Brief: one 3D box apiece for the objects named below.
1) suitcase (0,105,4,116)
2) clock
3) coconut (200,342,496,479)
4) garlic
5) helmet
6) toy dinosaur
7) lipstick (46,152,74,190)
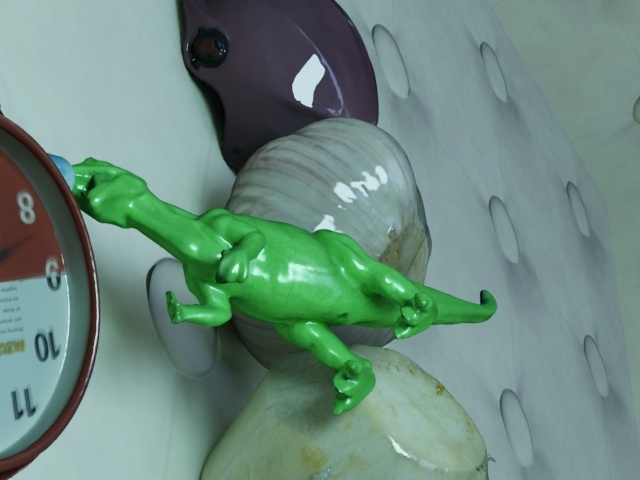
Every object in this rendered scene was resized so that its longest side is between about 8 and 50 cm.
[{"bbox_3d":[-0.322,0.006,1.290,0.206,0.066,0.285,61,24,-21],"label":"suitcase"},{"bbox_3d":[-0.295,0.038,1.142,0.318,0.080,0.319,26,60,-55],"label":"clock"},{"bbox_3d":[0.023,0.277,1.585,0.323,0.323,0.323,48,31,-42],"label":"coconut"},{"bbox_3d":[0.000,0.000,1.777,0.317,0.259,0.317,-29,125,-55],"label":"garlic"},{"bbox_3d":[-0.040,-0.240,1.969,0.271,0.197,0.338,-4,76,-64],"label":"helmet"},{"bbox_3d":[-0.032,0.023,1.560,0.374,0.144,0.500,32,14,16],"label":"toy dinosaur"},{"bbox_3d":[-0.282,-0.064,1.286,0.158,0.048,0.048,14,59,-63],"label":"lipstick"}]
